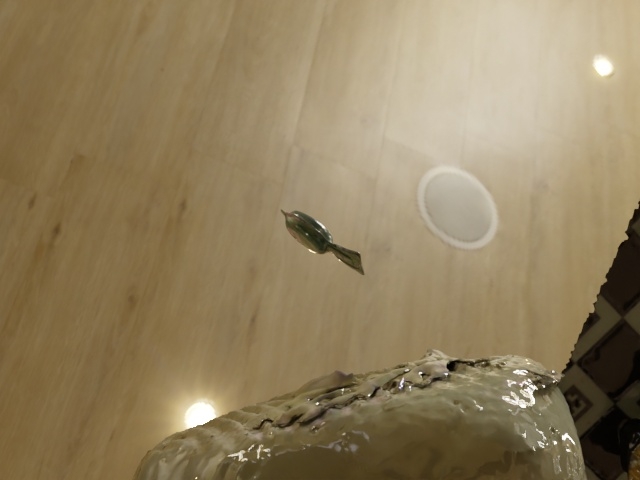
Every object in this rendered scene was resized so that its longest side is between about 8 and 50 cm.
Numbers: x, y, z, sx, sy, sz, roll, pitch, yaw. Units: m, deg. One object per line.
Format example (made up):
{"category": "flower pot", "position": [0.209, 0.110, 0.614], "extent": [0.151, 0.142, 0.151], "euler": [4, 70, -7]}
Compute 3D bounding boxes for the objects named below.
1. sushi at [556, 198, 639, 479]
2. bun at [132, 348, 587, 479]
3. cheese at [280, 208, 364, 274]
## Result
{"category": "sushi", "position": [0.353, 0.143, 0.758], "extent": [0.292, 0.059, 0.294], "euler": [16, -79, -10]}
{"category": "bun", "position": [0.024, 0.155, 0.492], "extent": [0.272, 0.273, 0.168], "euler": [-8, -96, -29]}
{"category": "cheese", "position": [0.000, 0.000, 1.004], "extent": [0.120, 0.067, 0.026], "euler": [34, -104, 20]}
